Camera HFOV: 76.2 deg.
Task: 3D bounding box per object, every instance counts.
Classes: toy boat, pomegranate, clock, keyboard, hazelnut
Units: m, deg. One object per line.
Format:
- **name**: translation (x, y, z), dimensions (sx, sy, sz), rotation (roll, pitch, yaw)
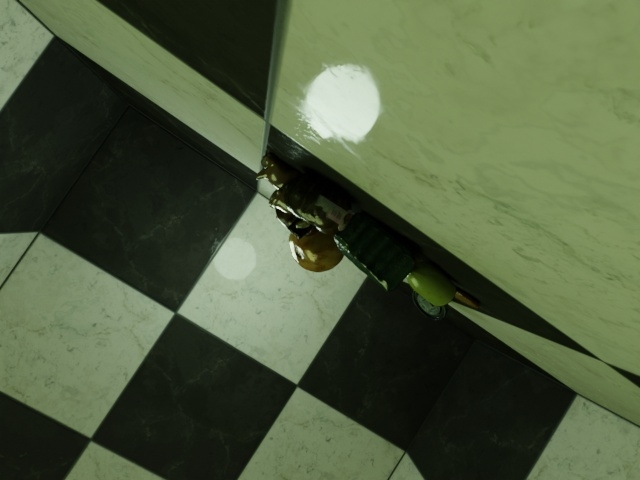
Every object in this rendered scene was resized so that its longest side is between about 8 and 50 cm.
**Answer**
- **toy boat**: translation (0.347, 0.056, 1.615), dimensions (0.047, 0.049, 0.149), rotation (34, 177, -26)
- **pomegranate**: translation (0.000, 0.000, 2.194), dimensions (0.338, 0.338, 0.338), rotation (33, 177, 2)
- **clock**: translation (0.634, 0.354, 2.357), dimensions (0.226, 0.049, 0.226), rotation (39, 148, 30)
- **keyboard**: translation (-0.029, -0.099, 1.578), dimensions (0.072, 0.231, 0.023), rotation (41, 153, 9)
- **hazelnut**: translation (-0.088, -0.128, 1.832), dimensions (0.233, 0.218, 0.218), rotation (31, 177, 4)

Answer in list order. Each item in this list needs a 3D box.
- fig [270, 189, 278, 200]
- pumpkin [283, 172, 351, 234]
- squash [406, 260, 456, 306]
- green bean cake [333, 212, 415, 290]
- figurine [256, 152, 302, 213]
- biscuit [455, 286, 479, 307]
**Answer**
- **fig**: translation (-0.248, -0.248, 2.410), dimensions (0.133, 0.126, 0.185), rotation (47, -175, 19)
- **pumpkin**: translation (-0.018, -0.114, 1.439), dimensions (0.260, 0.189, 0.260), rotation (35, 177, 2)
- **squash**: translation (0.434, 0.161, 1.647), dimensions (0.247, 0.133, 0.132), rotation (38, 175, -37)
- **green bean cake**: translation (0.213, 0.052, 1.594), dimensions (0.300, 0.169, 0.308), rotation (43, 176, 12)
- **figurine**: translation (-0.153, -0.203, 1.604), dimensions (0.247, 0.173, 0.177), rotation (34, 178, -17)
- **biscuit**: translation (0.636, 0.248, 1.851), dimensions (0.187, 0.027, 0.188), rotation (33, 176, 3)
